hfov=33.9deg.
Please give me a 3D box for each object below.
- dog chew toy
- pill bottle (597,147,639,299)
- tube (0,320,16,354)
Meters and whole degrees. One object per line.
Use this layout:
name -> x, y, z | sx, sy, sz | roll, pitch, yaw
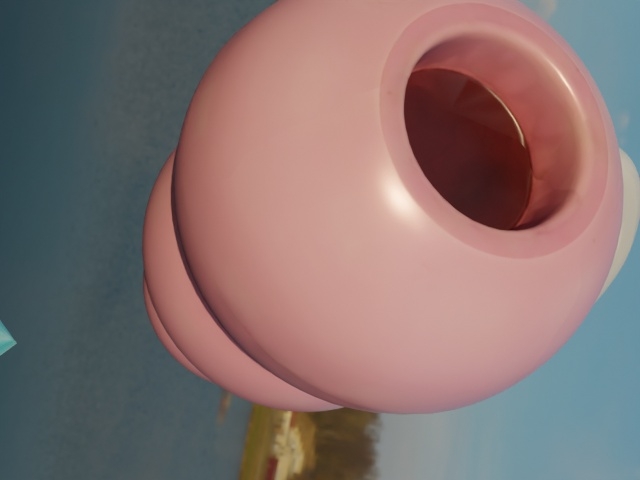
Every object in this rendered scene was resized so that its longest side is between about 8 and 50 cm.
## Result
dog chew toy -> 0.000, 0.000, 0.557 | 0.332, 0.207, 0.206 | -33, -138, 59
pill bottle -> 0.096, -0.061, 0.895 | 0.323, 0.182, 0.181 | 38, -51, 40
tube -> -0.381, 0.038, 1.048 | 0.080, 0.052, 0.207 | -39, 114, -40
